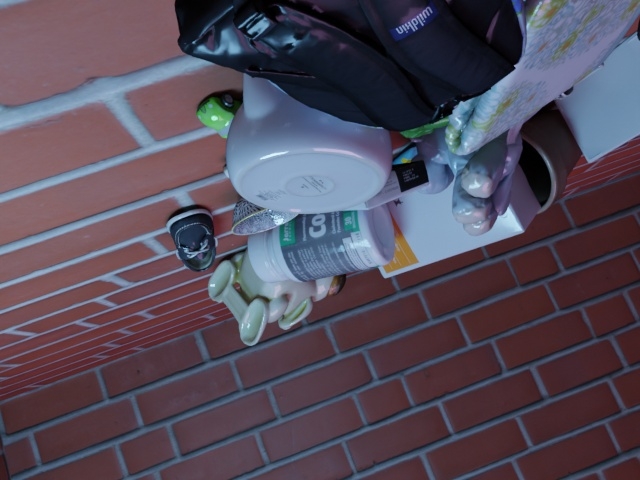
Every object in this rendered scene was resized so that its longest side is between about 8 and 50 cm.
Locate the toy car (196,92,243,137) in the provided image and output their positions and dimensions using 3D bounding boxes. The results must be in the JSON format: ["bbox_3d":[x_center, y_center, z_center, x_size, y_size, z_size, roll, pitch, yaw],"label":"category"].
[{"bbox_3d":[-0.102,-0.192,0.932,0.239,0.053,0.224,-30,165,38],"label":"toy car"}]

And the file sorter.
[{"bbox_3d":[0.748,-0.347,1.346,0.173,0.193,0.277,-18,168,-25],"label":"file sorter"}]

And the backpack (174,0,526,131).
[{"bbox_3d":[0.070,-0.247,0.584,0.290,0.274,0.355,-30,143,30],"label":"backpack"}]

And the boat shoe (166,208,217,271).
[{"bbox_3d":[-0.302,0.005,1.385,0.114,0.091,0.302,-19,168,-7],"label":"boat shoe"}]

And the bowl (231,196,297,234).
[{"bbox_3d":[-0.136,-0.081,1.306,0.170,0.080,0.170,-20,167,-5],"label":"bowl"}]

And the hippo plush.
[{"bbox_3d":[0.292,-0.174,1.226,0.234,0.236,0.295,-26,133,-50],"label":"hippo plush"}]

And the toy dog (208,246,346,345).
[{"bbox_3d":[-0.111,0.113,1.892,0.407,0.284,0.396,-4,123,-49],"label":"toy dog"}]

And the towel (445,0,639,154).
[{"bbox_3d":[0.350,-0.314,0.834,0.320,0.090,0.374,-31,160,-16],"label":"towel"}]

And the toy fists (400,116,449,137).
[{"bbox_3d":[0.268,-0.276,1.075,0.279,0.096,0.142,-19,169,-1],"label":"toy fists"}]

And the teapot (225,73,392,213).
[{"bbox_3d":[-0.014,-0.160,0.820,0.252,0.187,0.256,4,159,-14],"label":"teapot"}]

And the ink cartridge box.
[{"bbox_3d":[0.060,-0.117,1.301,0.175,0.069,0.370,-23,-169,-29],"label":"ink cartridge box"}]

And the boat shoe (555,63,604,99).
[{"bbox_3d":[0.516,-0.344,1.234,0.083,0.076,0.226,-16,167,-19],"label":"boat shoe"}]

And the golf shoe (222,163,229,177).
[{"bbox_3d":[-0.114,-0.126,1.133,0.067,0.086,0.186,-27,165,35],"label":"golf shoe"}]

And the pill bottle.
[{"bbox_3d":[0.000,0.000,1.514,0.360,0.204,0.204,-14,172,25],"label":"pill bottle"}]

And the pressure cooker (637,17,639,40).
[{"bbox_3d":[0.774,-0.358,0.904,0.375,0.370,0.420,-32,168,6],"label":"pressure cooker"}]

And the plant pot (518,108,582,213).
[{"bbox_3d":[0.580,-0.237,1.514,0.229,0.263,0.263,-36,174,-21],"label":"plant pot"}]

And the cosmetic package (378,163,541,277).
[{"bbox_3d":[0.319,-0.080,1.530,0.453,0.230,0.161,-25,-170,43],"label":"cosmetic package"}]

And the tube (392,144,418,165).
[{"bbox_3d":[0.210,-0.198,1.461,0.080,0.052,0.207,-33,173,-34],"label":"tube"}]
